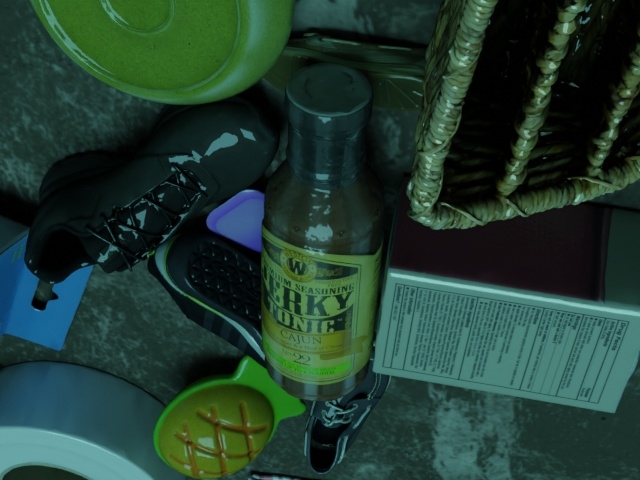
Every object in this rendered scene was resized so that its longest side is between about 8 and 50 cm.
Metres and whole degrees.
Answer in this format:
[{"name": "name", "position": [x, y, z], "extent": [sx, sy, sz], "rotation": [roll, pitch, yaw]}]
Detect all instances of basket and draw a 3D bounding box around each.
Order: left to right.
[{"name": "basket", "position": [0.194, -0.152, 0.842], "extent": [0.213, 0.223, 0.299], "rotation": [13, 136, -1]}]

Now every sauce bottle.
[{"name": "sauce bottle", "position": [0.000, 0.000, 1.086], "extent": [0.111, 0.111, 0.344], "rotation": [7, 135, 6]}]

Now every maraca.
[{"name": "maraca", "position": [-0.100, 0.195, 1.371], "extent": [0.185, 0.099, 0.127], "rotation": [-37, 124, 9]}]

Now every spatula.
[{"name": "spatula", "position": [0.014, 0.040, 1.225], "extent": [0.296, 0.030, 0.084], "rotation": [38, 132, -25]}]

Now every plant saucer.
[{"name": "plant saucer", "position": [-0.140, -0.200, 0.979], "extent": [0.241, 0.037, 0.241], "rotation": [11, 133, 12]}]

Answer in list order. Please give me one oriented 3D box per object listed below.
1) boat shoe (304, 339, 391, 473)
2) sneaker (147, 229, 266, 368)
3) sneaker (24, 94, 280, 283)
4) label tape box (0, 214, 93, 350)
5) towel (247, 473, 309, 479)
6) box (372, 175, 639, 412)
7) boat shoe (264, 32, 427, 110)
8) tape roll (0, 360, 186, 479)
[{"name": "boat shoe", "position": [0.027, 0.184, 1.347], "extent": [0.075, 0.065, 0.206], "rotation": [17, 137, -4]}, {"name": "sneaker", "position": [-0.084, 0.062, 1.257], "extent": [0.097, 0.084, 0.234], "rotation": [-2, 140, 51]}, {"name": "sneaker", "position": [-0.155, -0.035, 1.115], "extent": [0.286, 0.130, 0.109], "rotation": [-25, 123, 32]}, {"name": "label tape box", "position": [-0.420, 0.045, 1.259], "extent": [0.333, 0.106, 0.240], "rotation": [22, 144, -9]}, {"name": "towel", "position": [0.003, 0.353, 1.557], "extent": [0.197, 0.029, 0.144], "rotation": [7, 136, 6]}, {"name": "box", "position": [0.173, 0.049, 1.126], "extent": [0.232, 0.127, 0.149], "rotation": [9, 137, 3]}, {"name": "boat shoe", "position": [0.023, -0.146, 1.025], "extent": [0.153, 0.048, 0.056], "rotation": [8, 144, 14]}, {"name": "tape roll", "position": [-0.304, 0.271, 1.492], "extent": [0.286, 0.100, 0.286], "rotation": [7, 137, 7]}]
